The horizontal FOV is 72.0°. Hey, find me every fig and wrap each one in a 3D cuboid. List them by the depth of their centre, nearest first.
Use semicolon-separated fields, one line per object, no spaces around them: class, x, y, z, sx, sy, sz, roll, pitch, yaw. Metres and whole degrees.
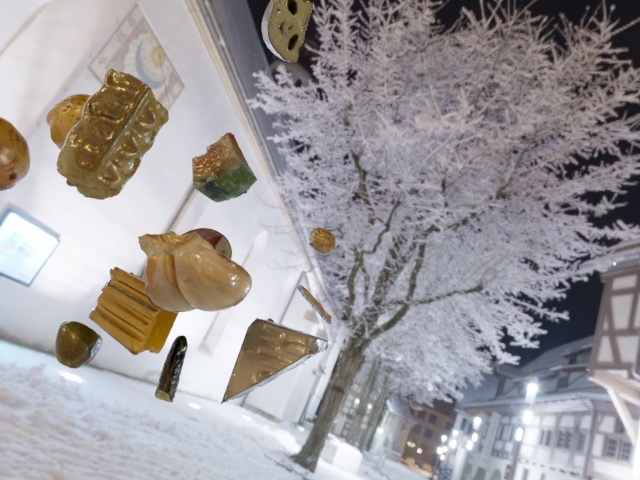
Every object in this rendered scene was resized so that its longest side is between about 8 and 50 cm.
fig;-0.857;0.360;1.554;0.144;0.154;0.166;-1;-72;49

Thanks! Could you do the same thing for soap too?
soap;-0.140;0.416;1.423;0.257;0.303;0.159;16;-14;11
soap;-0.612;0.227;1.448;0.324;0.205;0.096;18;-10;36

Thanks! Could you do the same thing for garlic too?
garlic;-0.336;0.094;1.204;0.285;0.250;0.313;-18;-27;-1

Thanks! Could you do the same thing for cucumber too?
cucumber;-0.547;0.469;1.632;0.074;0.242;0.074;8;-24;4

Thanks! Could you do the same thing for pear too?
pear;-0.677;-0.321;1.244;0.177;0.178;0.178;21;-19;8

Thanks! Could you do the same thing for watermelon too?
watermelon;-0.484;-0.344;2.115;0.302;0.264;0.151;65;12;2

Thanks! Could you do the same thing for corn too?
corn;0.000;0.000;1.774;0.106;0.107;0.293;27;1;-7

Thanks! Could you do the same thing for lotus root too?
lotus root;-0.095;-0.658;1.304;0.138;0.235;0.119;18;11;-30

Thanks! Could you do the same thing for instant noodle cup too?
instant noodle cup;-0.459;0.091;1.744;0.234;0.235;0.179;22;-28;7

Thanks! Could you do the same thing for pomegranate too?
pomegranate;-0.896;-0.235;1.166;0.215;0.216;0.215;21;-19;8

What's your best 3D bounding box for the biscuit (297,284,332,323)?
biscuit;-0.022;0.264;1.816;0.220;0.033;0.220;48;-11;12

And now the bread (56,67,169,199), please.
bread;-0.451;-0.217;0.952;0.152;0.268;0.130;30;-8;-17
